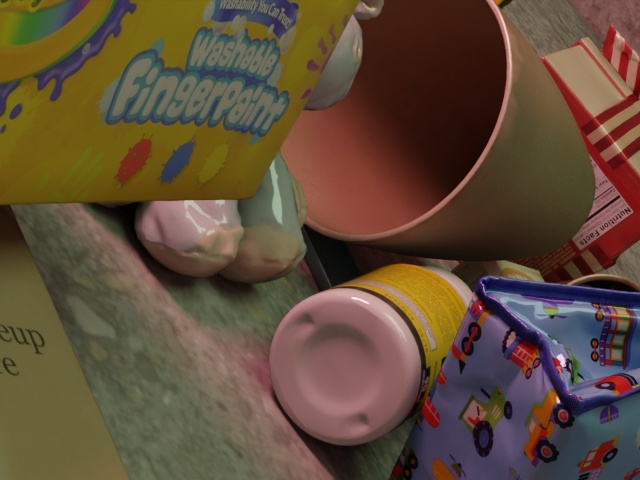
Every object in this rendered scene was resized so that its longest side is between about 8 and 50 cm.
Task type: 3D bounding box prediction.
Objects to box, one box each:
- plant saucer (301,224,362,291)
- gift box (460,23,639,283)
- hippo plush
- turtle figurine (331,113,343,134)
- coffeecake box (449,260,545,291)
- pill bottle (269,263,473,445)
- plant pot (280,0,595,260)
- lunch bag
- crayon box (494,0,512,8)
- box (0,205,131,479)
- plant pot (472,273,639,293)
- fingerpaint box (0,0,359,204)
[{"bbox_3d":[0.000,0.000,1.362,0.067,0.018,0.192,23,33,-47],"label":"plant saucer"},{"bbox_3d":[0.264,-0.091,1.694,0.276,0.255,0.258,57,24,4],"label":"gift box"},{"bbox_3d":[-0.045,-0.123,1.180,0.234,0.236,0.294,38,25,-25],"label":"hippo plush"},{"bbox_3d":[-0.015,-0.180,1.535,0.269,0.087,0.217,53,28,-13],"label":"turtle figurine"},{"bbox_3d":[0.209,0.112,1.504,0.142,0.068,0.185,16,40,-54],"label":"coffeecake box"},{"bbox_3d":[0.053,0.082,1.190,0.119,0.119,0.208,53,23,8],"label":"pill bottle"},{"bbox_3d":[0.137,-0.081,1.396,0.274,0.256,0.256,26,32,-47],"label":"plant pot"},{"bbox_3d":[0.227,0.146,1.124,0.293,0.221,0.138,-1,39,-31],"label":"lunch bag"},{"bbox_3d":[0.131,-0.310,1.761,0.165,0.278,0.081,50,23,2],"label":"crayon box"},{"bbox_3d":[-0.195,0.091,0.707,0.148,0.121,0.311,14,41,-55],"label":"box"},{"bbox_3d":[0.194,0.108,1.312,0.167,0.167,0.165,40,-16,-23],"label":"plant pot"},{"bbox_3d":[-0.227,-0.173,0.787,0.371,0.163,0.445,32,12,14],"label":"fingerpaint box"}]
